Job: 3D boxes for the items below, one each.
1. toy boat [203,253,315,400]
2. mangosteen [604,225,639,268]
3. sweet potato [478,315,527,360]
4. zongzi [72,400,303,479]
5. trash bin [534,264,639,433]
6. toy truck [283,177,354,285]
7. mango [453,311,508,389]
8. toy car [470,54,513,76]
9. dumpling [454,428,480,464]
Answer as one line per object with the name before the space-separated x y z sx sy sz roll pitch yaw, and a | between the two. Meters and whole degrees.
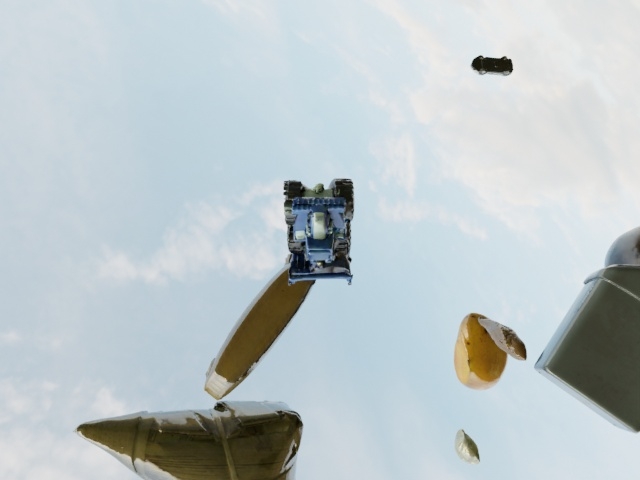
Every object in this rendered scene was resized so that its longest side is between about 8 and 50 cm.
toy boat | -0.117 0.168 0.923 0.089 0.121 0.321 36 -106 -1
mangosteen | 0.856 0.105 1.182 0.274 0.303 0.275 7 -156 -3
sweet potato | 0.471 0.245 1.205 0.068 0.060 0.206 54 179 -19
zongzi | -0.284 0.604 1.016 0.466 0.218 0.501 3 -89 -17
trash bin | 0.477 0.156 0.738 0.176 0.101 0.236 36 -94 17
toy truck | 0.000 0.000 0.768 0.113 0.208 0.126 -2 -129 1
mango | 0.568 0.388 1.648 0.190 0.160 0.291 -14 -76 -17
toy car | 0.369 -0.375 1.005 0.093 0.025 0.041 2 -108 0
dumpling | 0.348 0.501 1.120 0.077 0.059 0.043 50 -139 11
